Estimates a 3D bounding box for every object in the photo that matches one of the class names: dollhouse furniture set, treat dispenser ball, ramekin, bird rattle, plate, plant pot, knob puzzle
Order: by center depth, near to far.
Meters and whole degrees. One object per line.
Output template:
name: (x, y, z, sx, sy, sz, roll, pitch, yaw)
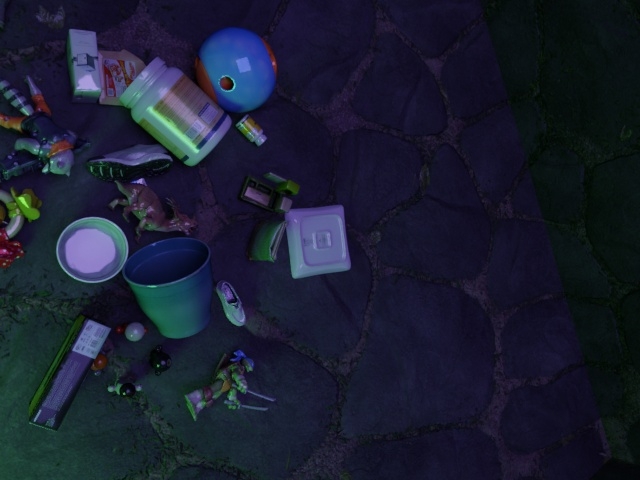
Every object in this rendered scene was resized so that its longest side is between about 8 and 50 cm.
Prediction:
bird rattle: (-0.956, -0.054, 1.543, 0.207, 0.143, 0.253, 30, 86, -12)
ramekin: (-0.725, 0.031, 1.645, 0.207, 0.109, 0.207, 2, 87, -29)
plant pot: (-0.470, 0.168, 1.684, 0.272, 0.272, 0.255, -24, 126, -28)
knob puzzle: (-0.662, -0.547, 1.761, 0.213, 0.030, 0.213, -6, 100, -39)
treat dispenser ball: (-0.296, -0.596, 1.822, 0.288, 0.288, 0.288, 2, 86, -29)
dollhouse furniture set: (-0.220, -0.085, 1.883, 0.151, 0.197, 0.301, 25, 75, -27)
plate: (0.000, 0.000, 2.088, 0.278, 0.045, 0.277, -7, 91, -29)

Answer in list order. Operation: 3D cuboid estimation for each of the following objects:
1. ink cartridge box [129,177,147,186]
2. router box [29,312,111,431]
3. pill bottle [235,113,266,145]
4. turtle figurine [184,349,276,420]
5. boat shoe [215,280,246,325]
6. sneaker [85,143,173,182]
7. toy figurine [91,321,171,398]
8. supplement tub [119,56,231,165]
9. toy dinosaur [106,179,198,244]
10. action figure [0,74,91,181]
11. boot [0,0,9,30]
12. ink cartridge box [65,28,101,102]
ink cartridge box: (-0.611, -0.165, 1.766, 0.048, 0.028, 0.083, -26, 99, -28)
router box: (-0.745, 0.376, 1.535, 0.081, 0.243, 0.308, 31, 72, -24)
pill bottle: (-0.259, -0.415, 1.958, 0.116, 0.065, 0.065, 46, 67, -19)
turtle figurine: (-0.313, 0.545, 1.793, 0.266, 0.198, 0.274, -25, 95, -24)
boat shoe: (-0.318, 0.229, 1.884, 0.066, 0.063, 0.184, -23, 98, -28)
sneaker: (-0.639, -0.267, 1.733, 0.272, 0.100, 0.108, -10, 59, -23)
toy figurine: (-0.613, 0.383, 1.662, 0.209, 0.148, 0.213, -40, 106, -25)
supplement tub: (-0.483, -0.430, 1.738, 0.316, 0.228, 0.228, 42, 68, -22)
toy dinosaur: (-0.562, -0.112, 1.713, 0.200, 0.127, 0.295, -47, 124, -25)
action figure: (-0.878, -0.312, 1.535, 0.330, 0.178, 0.341, 45, 52, 0)
boot: (-1.022, -0.760, 1.552, 0.190, 0.076, 0.208, 11, 88, -42)
ink cartridge box: (-0.756, -0.549, 1.648, 0.082, 0.140, 0.190, -8, 91, -31)
